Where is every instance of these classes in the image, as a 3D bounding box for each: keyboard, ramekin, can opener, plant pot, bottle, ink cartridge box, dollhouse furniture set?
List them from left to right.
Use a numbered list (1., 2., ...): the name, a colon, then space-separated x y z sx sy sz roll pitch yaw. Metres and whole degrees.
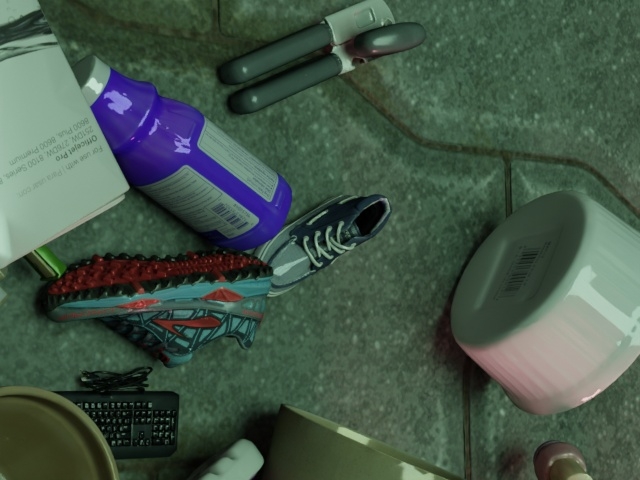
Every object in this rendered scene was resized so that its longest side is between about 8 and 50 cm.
1. ink cartridge box: -0.383 -0.166 1.431 0.166 0.285 0.395 -35 107 -36
2. plant pot: -0.322 0.261 1.548 0.237 0.109 0.237 5 83 -39
3. dollhouse furniture set: -0.329 0.062 1.588 0.058 0.076 0.152 51 55 -23
4. keyboard: -0.227 0.185 1.686 0.192 0.038 0.100 4 82 -41
5. bottle: -0.161 -0.095 1.721 0.283 0.118 0.092 37 56 -30
6. can opener: 0.003 -0.229 1.901 0.280 0.093 0.074 -27 103 -34
7. plant pot: 0.020 0.357 1.765 0.256 0.256 0.274 25 87 -36
8. ramekin: 0.292 0.069 1.992 0.135 0.277 0.277 38 62 -21

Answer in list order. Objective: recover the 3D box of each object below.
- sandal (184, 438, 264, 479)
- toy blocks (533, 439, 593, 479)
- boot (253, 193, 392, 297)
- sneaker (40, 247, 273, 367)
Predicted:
1. sandal: -0.173 0.362 1.614 0.102 0.169 0.416 45 55 -3
2. toy blocks: 0.351 0.439 2.055 0.288 0.260 0.309 24 94 -6
3. boot: 0.000 0.000 1.866 0.190 0.086 0.069 -43 112 -35
4. sneaker: -0.172 0.084 1.698 0.261 0.104 0.125 -2 110 -26
